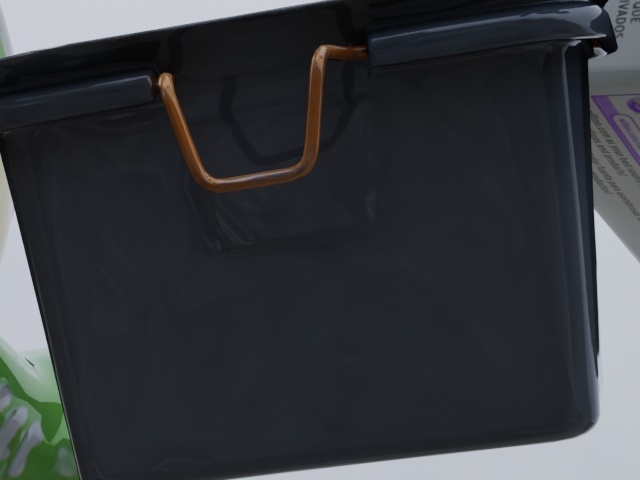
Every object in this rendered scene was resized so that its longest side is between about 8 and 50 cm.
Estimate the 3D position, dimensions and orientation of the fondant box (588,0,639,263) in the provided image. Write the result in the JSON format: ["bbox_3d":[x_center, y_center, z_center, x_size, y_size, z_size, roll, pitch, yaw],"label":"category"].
[{"bbox_3d":[0.252,-0.035,0.520,0.330,0.096,0.238,2,-23,32],"label":"fondant box"}]

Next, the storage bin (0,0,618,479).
[{"bbox_3d":[0.000,0.000,0.353,0.135,0.091,0.098,-9,1,10],"label":"storage bin"}]

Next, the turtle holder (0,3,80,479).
[{"bbox_3d":[-0.184,-0.030,0.528,0.320,0.243,0.227,5,-32,19],"label":"turtle holder"}]
